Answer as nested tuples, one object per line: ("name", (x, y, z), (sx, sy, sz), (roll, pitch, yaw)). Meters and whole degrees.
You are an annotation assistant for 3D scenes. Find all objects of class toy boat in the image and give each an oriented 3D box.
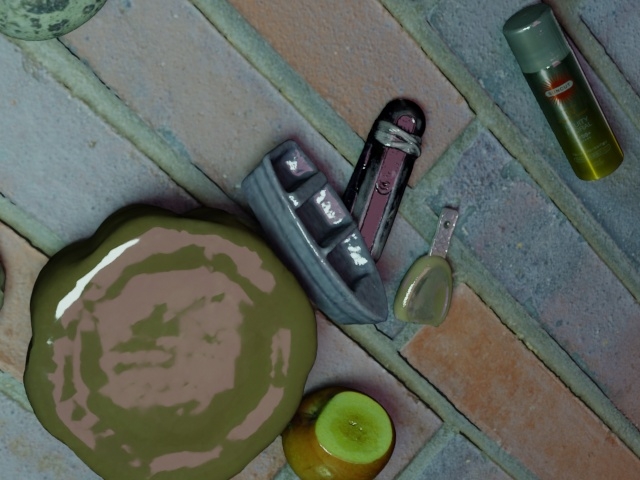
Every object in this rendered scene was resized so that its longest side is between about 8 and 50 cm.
("toy boat", (0.000, 0.000, 1.169), (0.078, 0.127, 0.283), (-27, 99, 31))

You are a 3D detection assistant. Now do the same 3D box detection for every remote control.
("remote control", (0.088, -0.078, 1.244), (0.090, 0.066, 0.266), (18, 99, -26))

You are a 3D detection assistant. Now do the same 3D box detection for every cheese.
("cheese", (0.176, 0.041, 1.330), (0.097, 0.037, 0.192), (10, 101, -25))

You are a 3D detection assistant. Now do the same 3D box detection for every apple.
("apple", (0.023, 0.299, 1.279), (0.147, 0.163, 0.146), (46, 44, -15))

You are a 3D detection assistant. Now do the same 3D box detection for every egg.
("egg", (-0.321, -0.302, 0.985), (0.172, 0.132, 0.132), (-22, 113, -26))

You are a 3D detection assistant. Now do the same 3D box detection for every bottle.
("bottle", (0.374, -0.224, 1.303), (0.082, 0.082, 0.286), (-39, 115, -7))

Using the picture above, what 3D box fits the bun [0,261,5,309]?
("bun", (-0.492, 0.067, 1.030), (0.231, 0.133, 0.231), (-6, 106, -21))

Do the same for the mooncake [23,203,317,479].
("mooncake", (-0.202, 0.129, 1.131), (0.378, 0.201, 0.379), (-4, 103, -17))
